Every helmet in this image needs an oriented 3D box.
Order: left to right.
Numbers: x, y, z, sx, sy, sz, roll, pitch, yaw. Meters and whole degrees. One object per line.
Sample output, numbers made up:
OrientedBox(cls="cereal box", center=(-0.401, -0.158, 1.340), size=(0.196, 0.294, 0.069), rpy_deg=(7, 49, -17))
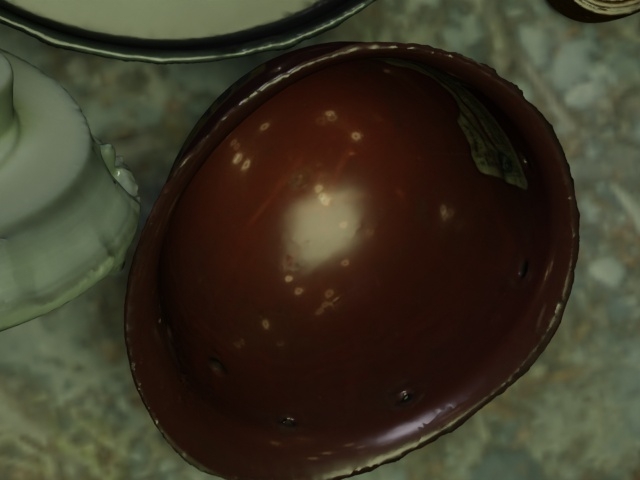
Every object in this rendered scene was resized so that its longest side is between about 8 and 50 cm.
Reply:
OrientedBox(cls="helmet", center=(0.000, 0.000, 0.734), size=(0.155, 0.106, 0.175), rpy_deg=(29, 97, -22))

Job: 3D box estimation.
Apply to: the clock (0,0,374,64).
OrientedBox(cls="clock", center=(-0.060, -0.204, 0.731), size=(0.281, 0.055, 0.280), rpy_deg=(-1, 94, -13))

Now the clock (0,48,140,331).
OrientedBox(cls="clock", center=(-0.173, -0.037, 0.627), size=(0.237, 0.236, 0.053), rpy_deg=(2, 115, -13))

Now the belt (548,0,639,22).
OrientedBox(cls="belt", center=(0.124, -0.123, 0.788), size=(0.083, 0.036, 0.059), rpy_deg=(-39, 95, -7))
